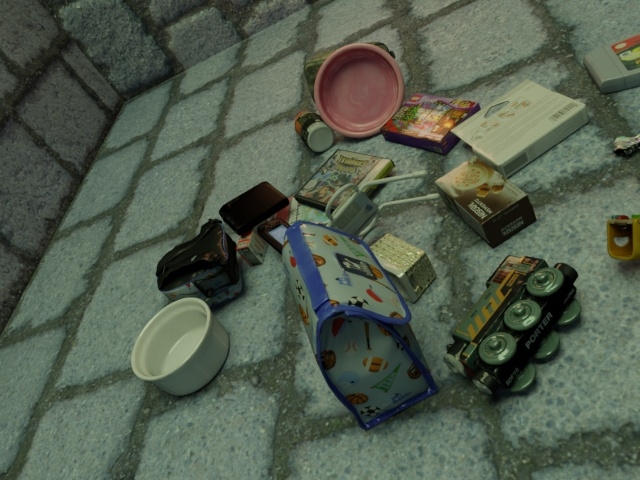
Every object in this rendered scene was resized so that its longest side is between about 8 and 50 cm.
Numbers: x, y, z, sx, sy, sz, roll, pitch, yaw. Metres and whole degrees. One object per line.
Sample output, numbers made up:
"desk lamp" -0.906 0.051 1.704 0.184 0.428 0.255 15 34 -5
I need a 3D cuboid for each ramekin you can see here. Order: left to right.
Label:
"ramekin" -0.404 0.318 1.644 0.277 0.135 0.277 -21 39 19

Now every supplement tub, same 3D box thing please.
"supplement tub" -0.029 -0.429 2.167 0.117 0.117 0.190 -35 38 1

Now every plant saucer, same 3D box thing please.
"plant saucer" 0.145 -0.545 2.044 0.332 0.332 0.084 -21 5 18

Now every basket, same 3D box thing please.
"basket" 0.206 0.066 1.465 0.103 0.113 0.167 -43 38 -14

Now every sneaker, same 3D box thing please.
"sneaker" 0.789 -0.233 1.404 0.098 0.038 0.069 -5 47 46

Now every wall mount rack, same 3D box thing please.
"wall mount rack" 0.162 -0.078 1.519 0.304 0.350 0.130 -47 68 5

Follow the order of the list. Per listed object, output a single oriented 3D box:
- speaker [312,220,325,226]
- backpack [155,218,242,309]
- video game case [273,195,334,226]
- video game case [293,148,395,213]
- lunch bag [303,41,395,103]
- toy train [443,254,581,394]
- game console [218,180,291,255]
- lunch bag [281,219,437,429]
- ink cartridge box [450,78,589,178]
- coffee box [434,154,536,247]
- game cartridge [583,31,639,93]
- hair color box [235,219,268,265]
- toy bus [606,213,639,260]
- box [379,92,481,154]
"speaker" 0.000 0.000 1.740 0.055 0.055 0.136 -28 38 10
"backpack" -0.392 0.099 1.809 0.263 0.213 0.277 -23 32 3
"video game case" -0.035 -0.101 1.899 0.285 0.025 0.204 -18 41 22
"video game case" 0.075 -0.198 1.868 0.274 0.035 0.248 22 64 47
"lunch bag" 0.125 -0.681 2.242 0.305 0.213 0.256 -2 34 32
"toy train" 0.407 0.173 1.193 0.334 0.142 0.190 -49 27 -14
"game console" -0.153 -0.054 1.824 0.213 0.044 0.361 -35 56 -25
"lunch bag" 0.068 0.165 1.243 0.238 0.385 0.328 -32 37 5
"ink cartridge box" 0.579 -0.335 1.646 0.296 0.066 0.261 -34 37 1
"coffee box" 0.434 -0.108 1.488 0.141 0.098 0.246 -33 37 3
"game cartridge" 0.933 -0.529 1.596 0.294 0.060 0.196 -20 44 20
"hair color box" -0.221 -0.008 1.885 0.053 0.093 0.167 -14 42 26
"toy bus" 0.707 -0.003 1.163 0.202 0.191 0.105 0 93 38
"box" 0.367 -0.400 1.882 0.201 0.057 0.293 -46 39 -14
